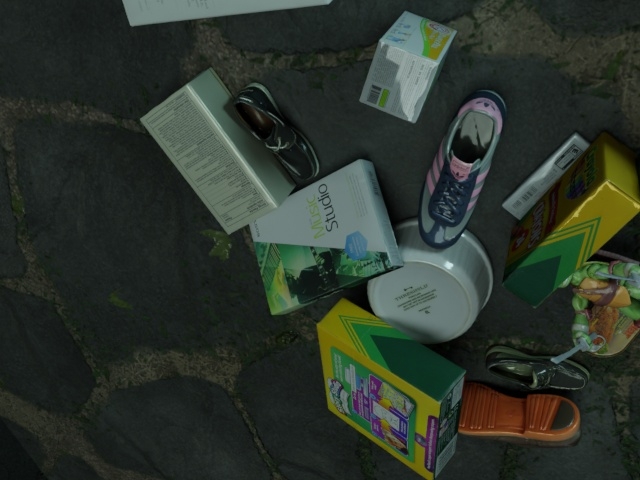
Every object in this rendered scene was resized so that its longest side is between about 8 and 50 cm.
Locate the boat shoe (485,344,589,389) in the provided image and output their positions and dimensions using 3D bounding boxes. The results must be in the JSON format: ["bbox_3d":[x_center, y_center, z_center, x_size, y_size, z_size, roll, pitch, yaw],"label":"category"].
[{"bbox_3d":[0.470,0.293,1.555,0.223,0.073,0.080,13,125,14],"label":"boat shoe"}]

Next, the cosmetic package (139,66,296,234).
[{"bbox_3d":[-0.212,-0.185,1.499,0.160,0.113,0.309,-25,110,32],"label":"cosmetic package"}]

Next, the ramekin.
[{"bbox_3d":[0.222,0.097,1.496,0.272,0.127,0.273,10,125,15],"label":"ramekin"}]

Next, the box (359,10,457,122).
[{"bbox_3d":[0.154,-0.303,1.219,0.103,0.203,0.114,23,125,6],"label":"box"}]

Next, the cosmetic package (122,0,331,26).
[{"bbox_3d":[-0.137,-0.482,1.216,0.385,0.217,0.156,-1,120,21],"label":"cosmetic package"}]

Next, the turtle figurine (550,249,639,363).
[{"bbox_3d":[0.545,0.133,1.272,0.266,0.275,0.198,13,104,1],"label":"turtle figurine"}]

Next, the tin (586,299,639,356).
[{"bbox_3d":[0.596,0.160,1.444,0.106,0.040,0.190,28,127,8],"label":"tin"}]

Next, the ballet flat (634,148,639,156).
[{"bbox_3d":[0.638,-0.093,1.244,0.203,0.074,0.074,31,127,1],"label":"ballet flat"}]

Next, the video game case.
[{"bbox_3d":[0.480,-0.079,1.346,0.183,0.023,0.201,37,126,-4],"label":"video game case"}]

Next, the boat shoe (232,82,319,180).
[{"bbox_3d":[-0.093,-0.210,1.458,0.084,0.079,0.233,-29,108,32],"label":"boat shoe"}]

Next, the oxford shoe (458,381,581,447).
[{"bbox_3d":[0.409,0.421,1.634,0.363,0.130,0.133,4,140,30],"label":"oxford shoe"}]

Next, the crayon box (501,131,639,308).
[{"bbox_3d":[0.450,-0.053,1.236,0.081,0.202,0.318,35,125,-2],"label":"crayon box"}]

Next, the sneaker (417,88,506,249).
[{"bbox_3d":[0.247,-0.119,1.307,0.112,0.131,0.319,19,111,11],"label":"sneaker"}]

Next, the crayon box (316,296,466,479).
[{"bbox_3d":[0.152,0.334,1.575,0.313,0.106,0.363,30,147,29],"label":"crayon box"}]

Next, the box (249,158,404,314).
[{"bbox_3d":[0.000,0.000,1.491,0.322,0.058,0.232,-26,72,33],"label":"box"}]
